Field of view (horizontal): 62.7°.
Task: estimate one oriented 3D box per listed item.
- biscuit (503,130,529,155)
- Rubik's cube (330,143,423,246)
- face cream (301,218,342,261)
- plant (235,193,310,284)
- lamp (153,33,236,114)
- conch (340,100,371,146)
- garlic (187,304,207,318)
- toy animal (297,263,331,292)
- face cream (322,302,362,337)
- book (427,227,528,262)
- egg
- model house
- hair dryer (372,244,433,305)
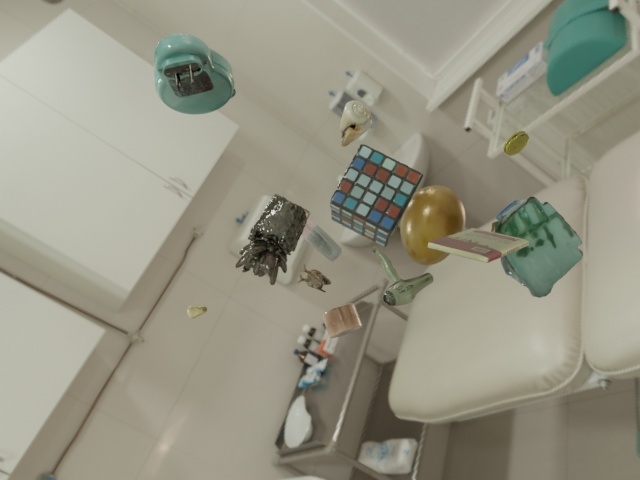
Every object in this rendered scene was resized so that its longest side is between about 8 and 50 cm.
[{"bbox_3d":[0.600,-0.297,1.609,0.084,0.083,0.023,-51,51,24],"label":"biscuit"},{"bbox_3d":[0.143,-0.114,1.398,0.187,0.184,0.182,-63,-7,-10],"label":"Rubik's cube"},{"bbox_3d":[0.000,0.000,2.178,0.084,0.198,0.057,-51,-12,20],"label":"face cream"},{"bbox_3d":[-0.181,-0.004,1.915,0.321,0.194,0.181,-62,-10,0],"label":"plant"},{"bbox_3d":[-0.339,-0.434,1.381,0.209,0.147,0.284,-14,-3,1],"label":"lamp"},{"bbox_3d":[0.154,-0.505,2.279,0.255,0.127,0.159,114,149,-74],"label":"conch"},{"bbox_3d":[-0.385,0.219,1.623,0.083,0.053,0.041,-12,86,52],"label":"garlic"},{"bbox_3d":[-0.005,0.177,2.299,0.188,0.179,0.089,28,96,60],"label":"toy animal"},{"bbox_3d":[0.092,0.341,2.227,0.149,0.149,0.104,-41,64,49],"label":"face cream"},{"bbox_3d":[0.397,0.009,1.314,0.162,0.231,0.022,17,110,40],"label":"book"},{"bbox_3d":[0.444,-0.059,2.096,0.250,0.249,0.323,-129,51,-76],"label":"egg"},{"bbox_3d":[0.731,0.011,1.916,0.251,0.295,0.329,-42,3,1],"label":"model house"},{"bbox_3d":[0.300,0.122,1.863,0.088,0.218,0.225,-46,50,51],"label":"hair dryer"}]
